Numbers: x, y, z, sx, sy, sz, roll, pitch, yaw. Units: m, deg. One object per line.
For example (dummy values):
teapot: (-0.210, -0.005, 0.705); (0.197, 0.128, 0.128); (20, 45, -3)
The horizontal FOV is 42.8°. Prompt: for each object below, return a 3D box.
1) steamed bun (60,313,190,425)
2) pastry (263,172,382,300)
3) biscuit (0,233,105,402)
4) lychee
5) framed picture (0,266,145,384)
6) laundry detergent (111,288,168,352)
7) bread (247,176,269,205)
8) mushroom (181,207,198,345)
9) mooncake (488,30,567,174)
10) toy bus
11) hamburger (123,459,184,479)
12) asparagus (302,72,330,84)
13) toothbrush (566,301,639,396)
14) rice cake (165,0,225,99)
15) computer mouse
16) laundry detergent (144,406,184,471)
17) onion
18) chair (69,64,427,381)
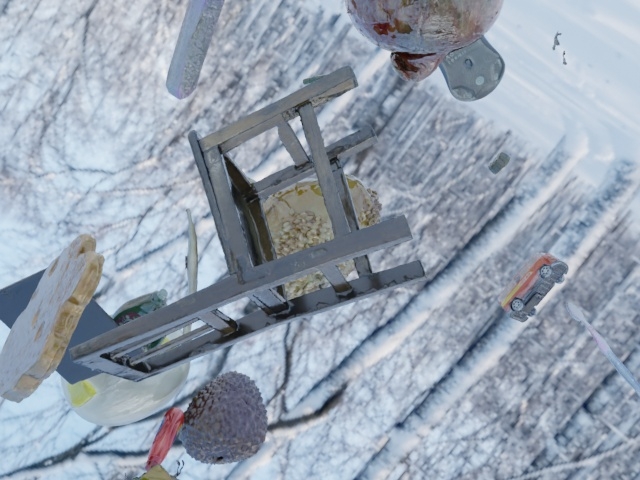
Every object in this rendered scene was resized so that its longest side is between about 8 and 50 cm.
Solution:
steamed bun: (-0.556, 0.366, 2.348); (0.334, 0.374, 0.334); (55, 169, 17)
pastry: (0.000, 0.000, 1.607); (0.311, 0.255, 0.162); (-25, -133, -39)
biscuit: (-0.441, 0.128, 1.337); (0.051, 0.376, 0.269); (27, -135, -26)
lychee: (-0.264, 0.496, 2.302); (0.271, 0.271, 0.271); (34, -167, -9)
framed picture: (-0.604, 0.206, 1.930); (0.324, 0.244, 0.013); (54, -155, -31)
laundry detergent: (-0.427, 0.194, 1.990); (0.137, 0.211, 0.063); (40, -152, -10)
bread: (-0.141, -0.032, 1.776); (0.160, 0.088, 0.233); (-93, -7, -61)
mushroom: (-0.266, 0.089, 1.675); (0.043, 0.306, 0.068); (6, 163, -24)
mooncake: (0.489, -0.307, 1.898); (0.057, 0.346, 0.150); (23, -172, -3)
toy bus: (0.488, 0.102, 1.882); (0.079, 0.174, 0.077); (23, -161, -41)
hamburger: (-0.336, 0.579, 1.664); (0.243, 0.262, 0.138); (55, -178, 0)
asparagus: (0.003, -0.390, 1.961); (0.127, 0.018, 0.015); (-1, 142, 49)
toothbrush: (0.606, 0.238, 1.712); (0.269, 0.021, 0.027); (53, 180, 17)
rice cake: (-0.269, -0.511, 1.875); (0.064, 0.399, 0.070); (2, -150, -41)
computer mouse: (0.361, -0.524, 2.162); (0.379, 0.167, 0.090); (51, -169, -38)
laundry detergent: (-0.371, 0.477, 1.932); (0.049, 0.097, 0.165); (23, -145, -4)
onion: (0.203, -0.522, 1.691); (0.354, 0.353, 0.353); (34, -167, -9)
chair: (-0.106, -0.010, 1.036); (0.203, 0.416, 0.240); (55, -164, -69)
